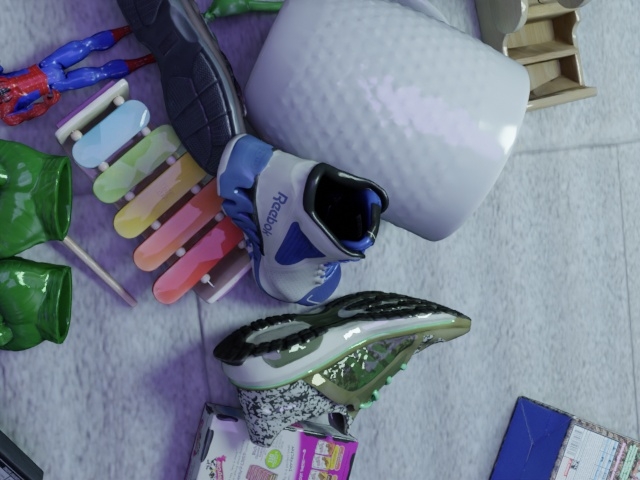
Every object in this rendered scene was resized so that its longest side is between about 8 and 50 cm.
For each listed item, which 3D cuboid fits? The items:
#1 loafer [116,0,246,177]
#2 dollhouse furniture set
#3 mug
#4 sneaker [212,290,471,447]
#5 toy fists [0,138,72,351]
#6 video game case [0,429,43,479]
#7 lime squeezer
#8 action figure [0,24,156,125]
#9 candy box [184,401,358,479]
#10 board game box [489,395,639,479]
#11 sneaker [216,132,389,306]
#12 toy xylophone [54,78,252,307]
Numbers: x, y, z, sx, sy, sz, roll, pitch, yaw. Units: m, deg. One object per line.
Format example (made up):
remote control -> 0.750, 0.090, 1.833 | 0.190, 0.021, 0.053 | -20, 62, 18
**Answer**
loafer -> -0.158, -0.231, 0.900 | 0.095, 0.109, 0.303 | -28, 93, -54
dollhouse furniture set -> 0.408, -0.340, 1.004 | 0.361, 0.394, 0.257 | -16, 98, -19
mug -> 0.082, -0.227, 0.977 | 0.327, 0.276, 0.374 | 24, 59, -10
sneaker -> 0.045, 0.188, 1.025 | 0.410, 0.158, 0.182 | -10, 105, -25
toy fists -> -0.390, 0.014, 0.854 | 0.142, 0.096, 0.279 | 5, 113, -6
video game case -> -0.522, 0.265, 0.820 | 0.248, 0.035, 0.275 | -32, 116, -1
lime squeezer -> -0.141, -0.283, 0.996 | 0.310, 0.058, 0.110 | -49, 139, -12
action figure -> -0.331, -0.222, 0.878 | 0.280, 0.139, 0.092 | -28, 100, -15
candy box -> -0.077, 0.344, 1.028 | 0.233, 0.071, 0.159 | 17, 87, -21
board game box -> 0.457, 0.433, 1.192 | 0.290, 0.141, 0.232 | 24, 84, -20
sneaker -> 0.000, -0.001, 0.902 | 0.128, 0.182, 0.316 | -64, 152, -25
toy xylophone -> -0.233, -0.040, 0.941 | 0.322, 0.081, 0.236 | 43, 79, -21
